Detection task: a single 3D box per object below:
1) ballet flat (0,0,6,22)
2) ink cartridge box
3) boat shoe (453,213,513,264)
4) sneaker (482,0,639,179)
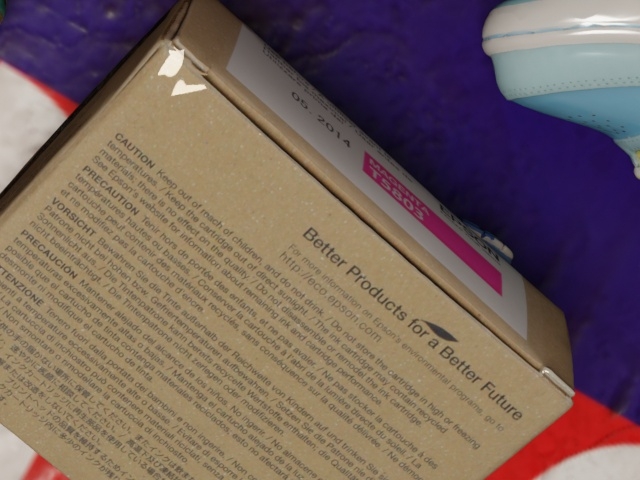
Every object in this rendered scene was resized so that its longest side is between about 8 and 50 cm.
[{"bbox_3d":[-0.251,-0.128,0.814,0.232,0.073,0.080,5,89,-16],"label":"ballet flat"},{"bbox_3d":[-0.036,0.037,0.830,0.235,0.088,0.193,42,111,-13],"label":"ink cartridge box"},{"bbox_3d":[0.000,0.000,0.899,0.183,0.066,0.066,17,91,-6],"label":"boat shoe"},{"bbox_3d":[0.222,-0.007,0.928,0.319,0.127,0.208,9,87,-15],"label":"sneaker"}]
